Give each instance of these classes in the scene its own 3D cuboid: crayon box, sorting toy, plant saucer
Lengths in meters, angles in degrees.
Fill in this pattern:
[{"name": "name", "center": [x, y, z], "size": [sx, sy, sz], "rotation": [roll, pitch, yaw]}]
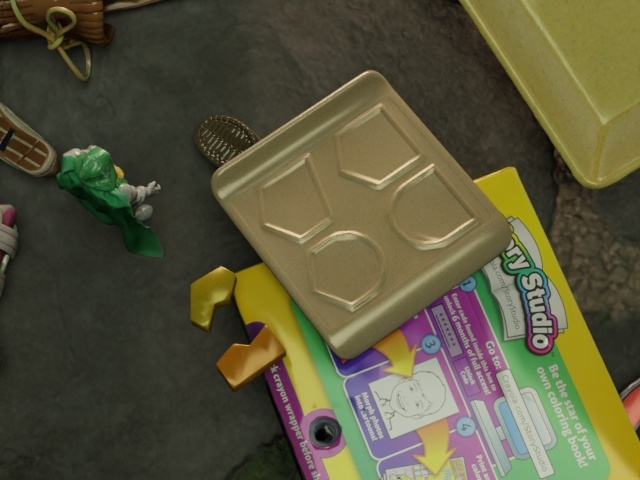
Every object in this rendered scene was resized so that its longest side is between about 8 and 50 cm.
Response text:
[{"name": "crayon box", "center": [0.117, 0.151, 1.354], "size": [0.313, 0.106, 0.363], "rotation": [-21, 76, -6]}, {"name": "sorting toy", "center": [0.000, 0.000, 1.324], "size": [0.307, 0.041, 0.229], "rotation": [-35, 74, -10]}, {"name": "plant saucer", "center": [0.316, -0.273, 1.341], "size": [0.333, 0.081, 0.333], "rotation": [-32, 96, 17]}]

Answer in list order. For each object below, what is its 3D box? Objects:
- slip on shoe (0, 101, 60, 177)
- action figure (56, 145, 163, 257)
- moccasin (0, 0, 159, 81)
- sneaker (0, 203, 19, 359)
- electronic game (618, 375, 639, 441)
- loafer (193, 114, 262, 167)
[{"name": "slip on shoe", "center": [-0.324, -0.109, 1.421], "size": [0.135, 0.041, 0.051], "rotation": [32, 87, 19]}, {"name": "action figure", "center": [-0.205, -0.050, 1.320], "size": [0.137, 0.232, 0.063], "rotation": [33, 81, 1]}, {"name": "moccasin", "center": [-0.246, -0.256, 1.405], "size": [0.380, 0.139, 0.147], "rotation": [-21, 75, -15]}, {"name": "sneaker", "center": [-0.354, 0.010, 1.370], "size": [0.111, 0.103, 0.252], "rotation": [-16, 84, -3]}, {"name": "electronic game", "center": [0.387, 0.238, 1.399], "size": [0.229, 0.048, 0.229], "rotation": [0, 82, -2]}, {"name": "loafer", "center": [-0.068, -0.079, 1.424], "size": [0.148, 0.050, 0.056], "rotation": [33, 78, 18]}]
